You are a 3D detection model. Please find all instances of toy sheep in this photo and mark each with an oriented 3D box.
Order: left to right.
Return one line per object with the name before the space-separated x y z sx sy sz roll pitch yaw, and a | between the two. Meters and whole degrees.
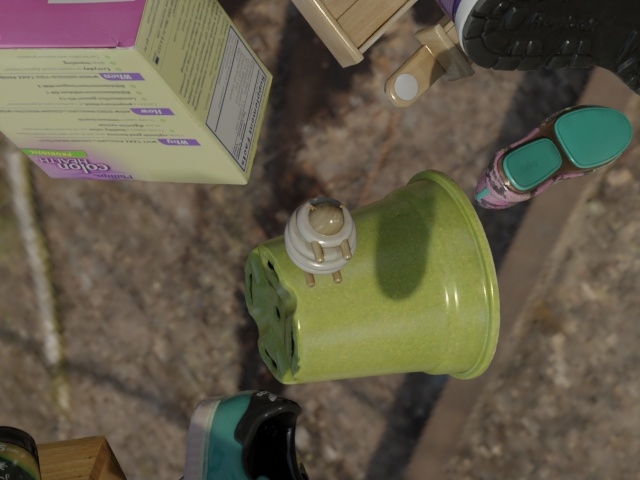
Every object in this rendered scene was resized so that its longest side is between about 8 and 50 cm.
toy sheep | 0.000 0.000 1.817 0.091 0.091 0.132 49 150 13

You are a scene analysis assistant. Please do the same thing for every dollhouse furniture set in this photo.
dollhouse furniture set | 0.138 -0.307 1.874 0.303 0.174 0.355 51 158 -16

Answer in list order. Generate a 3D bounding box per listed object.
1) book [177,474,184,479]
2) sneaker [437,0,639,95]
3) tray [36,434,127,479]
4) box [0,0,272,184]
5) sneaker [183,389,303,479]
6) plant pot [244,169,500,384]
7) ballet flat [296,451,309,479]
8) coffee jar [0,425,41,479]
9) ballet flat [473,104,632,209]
book | -0.130 0.276 1.853 0.035 0.144 0.096 49 -172 14
sneaker | 0.187 -0.182 1.109 0.107 0.283 0.124 -54 48 32
tray | -0.351 0.293 1.476 0.410 0.076 0.203 -9 125 18
box | -0.190 -0.156 1.431 0.213 0.117 0.243 2 155 23
sneaker | -0.073 0.301 1.668 0.121 0.108 0.302 -12 72 38
plant pot | 0.050 0.067 2.057 0.276 0.253 0.276 168 90 -70
ballet flat | -0.018 0.358 2.159 0.049 0.057 0.173 -24 76 40
coffee jar | -0.251 0.206 1.158 0.184 0.096 0.079 -98 11 -61
ballet flat | 0.240 -0.088 1.739 0.079 0.221 0.077 -30 88 51
